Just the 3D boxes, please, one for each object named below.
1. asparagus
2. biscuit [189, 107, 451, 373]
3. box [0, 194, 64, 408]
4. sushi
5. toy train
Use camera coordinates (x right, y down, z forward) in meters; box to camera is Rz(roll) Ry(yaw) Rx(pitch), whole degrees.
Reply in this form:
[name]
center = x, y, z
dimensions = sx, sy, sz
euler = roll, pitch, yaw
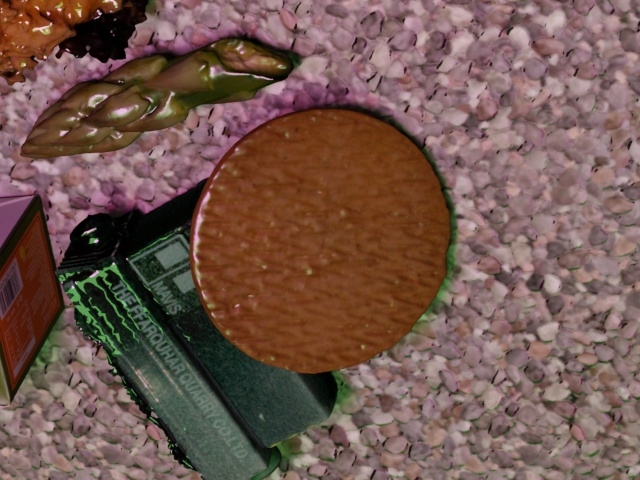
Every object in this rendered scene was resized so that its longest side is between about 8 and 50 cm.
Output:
[asparagus]
center = -0.167, -0.136, 1.789
dimensions = 0.287, 0.080, 0.080
euler = -21, 112, 21
[biscuit]
center = 0.000, 0.000, 1.788
dimensions = 0.262, 0.037, 0.262
euler = -4, 102, -20
[box]
center = -0.370, 0.064, 1.858
dimensions = 0.177, 0.195, 0.148
euler = -4, 117, 11
[sushi]
center = -0.233, -0.258, 1.655
dimensions = 0.348, 0.207, 0.234
euler = -28, 118, 11
[toy train]
center = -0.113, 0.094, 1.866
dimensions = 0.178, 0.138, 0.330
euler = -29, 110, 18
